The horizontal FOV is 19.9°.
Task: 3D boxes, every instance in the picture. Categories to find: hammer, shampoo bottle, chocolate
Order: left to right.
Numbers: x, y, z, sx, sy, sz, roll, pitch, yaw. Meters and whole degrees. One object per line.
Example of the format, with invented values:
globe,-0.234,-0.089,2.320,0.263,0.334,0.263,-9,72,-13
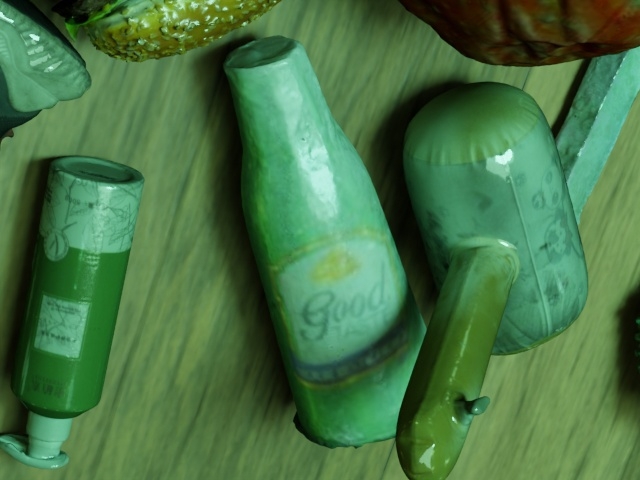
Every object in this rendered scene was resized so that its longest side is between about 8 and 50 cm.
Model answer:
shampoo bottle,-0.163,0.050,1.165,0.065,0.065,0.204,2,110,-33
chocolate,0.000,0.000,1.225,0.110,0.110,0.291,-29,122,-20
hammer,0.099,0.044,1.214,0.305,0.113,0.202,-66,142,-49

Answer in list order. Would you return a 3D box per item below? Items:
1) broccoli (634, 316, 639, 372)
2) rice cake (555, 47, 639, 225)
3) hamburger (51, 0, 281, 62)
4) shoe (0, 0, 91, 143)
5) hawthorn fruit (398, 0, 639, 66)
broccoli,0.362,0.095,1.441,0.219,0.194,0.194,19,100,-31
rice cake,0.209,-0.104,1.351,0.043,0.034,0.211,16,101,-45
hamburger,-0.076,-0.160,1.077,0.166,0.137,0.087,-30,102,-12
shoe,-0.237,-0.114,1.025,0.227,0.099,0.112,28,101,-39
hawthorn fruit,0.147,-0.224,1.119,0.258,0.262,0.258,-22,134,-25
